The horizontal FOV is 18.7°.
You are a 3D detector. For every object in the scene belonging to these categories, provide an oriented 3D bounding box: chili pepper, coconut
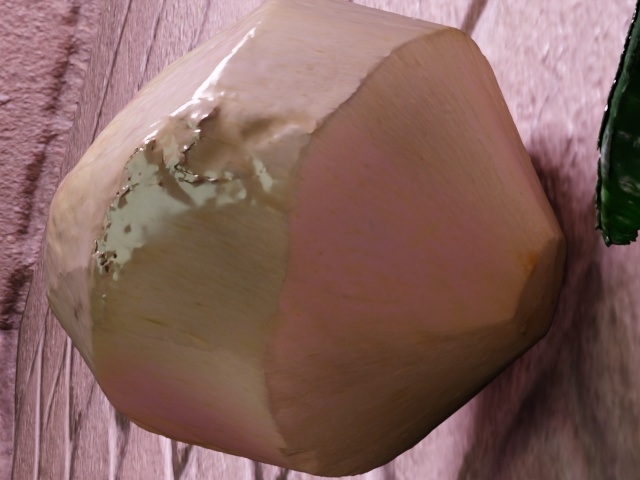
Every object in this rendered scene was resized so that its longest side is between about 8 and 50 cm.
[{"bbox_3d":[0.149,-0.089,0.783,0.088,0.059,0.227,-92,13,-52],"label":"chili pepper"},{"bbox_3d":[0.000,0.000,0.960,0.259,0.259,0.259,-171,90,-76],"label":"coconut"}]
